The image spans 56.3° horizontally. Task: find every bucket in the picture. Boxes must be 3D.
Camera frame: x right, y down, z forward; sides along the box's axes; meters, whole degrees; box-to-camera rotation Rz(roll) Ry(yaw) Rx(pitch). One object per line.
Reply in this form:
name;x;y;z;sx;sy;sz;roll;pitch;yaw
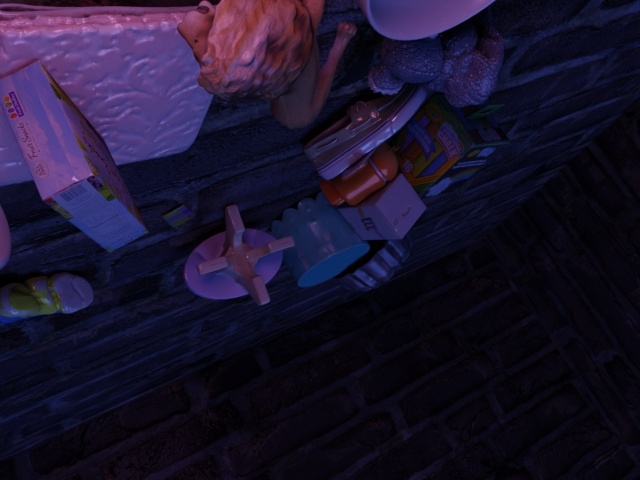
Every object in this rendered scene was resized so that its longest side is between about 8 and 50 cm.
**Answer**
bucket;0.000;0.000;1.757;0.281;0.183;0.281;-26;164;-8

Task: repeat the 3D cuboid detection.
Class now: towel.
towel;-0.322;-0.055;1.359;0.060;0.009;0.083;-29;163;-1
towel;-0.305;-0.208;0.869;0.331;0.053;0.317;-18;159;-37

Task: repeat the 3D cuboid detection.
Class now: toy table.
toy table;-0.201;0.045;1.511;0.274;0.252;0.161;-31;-177;-27

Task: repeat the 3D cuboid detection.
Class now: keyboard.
keyboard;0.130;-0.228;1.392;0.072;0.014;0.256;-23;-158;49

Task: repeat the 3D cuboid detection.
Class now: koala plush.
koala plush;0.208;-0.349;1.121;0.221;0.203;0.196;-5;152;-31

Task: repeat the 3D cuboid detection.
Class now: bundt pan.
bundt pan;0.171;0.036;1.940;0.331;0.124;0.331;-40;-159;18

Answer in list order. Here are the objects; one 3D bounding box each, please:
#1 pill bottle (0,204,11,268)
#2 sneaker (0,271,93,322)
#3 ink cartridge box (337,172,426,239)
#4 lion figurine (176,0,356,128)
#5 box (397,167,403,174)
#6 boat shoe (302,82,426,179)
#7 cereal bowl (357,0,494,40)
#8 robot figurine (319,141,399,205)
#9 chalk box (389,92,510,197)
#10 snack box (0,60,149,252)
pill bottle;-0.622;0.032;0.735;0.392;0.224;0.224;-29;163;-3
sneaker;-0.619;0.126;1.300;0.126;0.091;0.240;-17;170;24
ink cartridge box;0.164;-0.088;1.602;0.128;0.127;0.176;-50;-156;-23
lion figurine;-0.044;-0.250;0.863;0.392;0.142;0.240;41;65;-67
box;0.290;-0.190;1.807;0.289;0.087;0.169;-27;175;-9
boat shoe;0.094;-0.256;1.319;0.302;0.094;0.109;-39;-157;11
cereal bowl;0.175;-0.447;0.818;0.338;0.141;0.339;-28;163;-9
robot figurine;0.105;-0.176;1.523;0.219;0.128;0.158;-34;134;16
chalk box;0.349;-0.272;1.566;0.180;0.179;0.289;-13;155;-43
snack box;-0.314;-0.097;0.775;0.070;0.175;0.207;-28;163;-6
